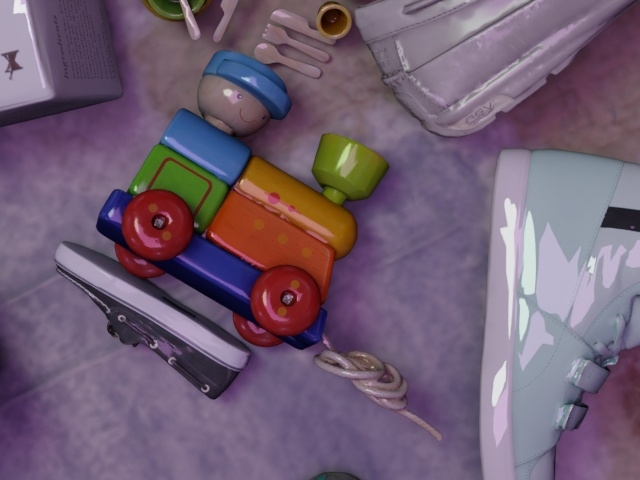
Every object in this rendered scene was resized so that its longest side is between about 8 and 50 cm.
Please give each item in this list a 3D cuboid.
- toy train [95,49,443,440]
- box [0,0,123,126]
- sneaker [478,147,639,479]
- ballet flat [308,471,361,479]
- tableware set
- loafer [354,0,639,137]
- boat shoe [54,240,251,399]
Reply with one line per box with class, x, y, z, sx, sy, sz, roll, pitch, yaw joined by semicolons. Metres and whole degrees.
toy train;0.000;0.000;0.947;0.248;0.105;0.143;31;78;-5
box;-0.237;-0.153;0.921;0.181;0.119;0.182;-11;93;14
sneaker;0.175;0.074;0.927;0.151;0.094;0.256;3;91;10
ballet flat;0.037;0.249;0.965;0.072;0.068;0.213;-24;92;5
tableware set;-0.045;-0.165;0.936;0.154;0.024;0.104;22;109;-14
loafer;0.164;-0.190;0.907;0.319;0.112;0.111;-38;99;6
boat shoe;-0.112;0.051;0.974;0.142;0.049;0.040;32;96;-1
